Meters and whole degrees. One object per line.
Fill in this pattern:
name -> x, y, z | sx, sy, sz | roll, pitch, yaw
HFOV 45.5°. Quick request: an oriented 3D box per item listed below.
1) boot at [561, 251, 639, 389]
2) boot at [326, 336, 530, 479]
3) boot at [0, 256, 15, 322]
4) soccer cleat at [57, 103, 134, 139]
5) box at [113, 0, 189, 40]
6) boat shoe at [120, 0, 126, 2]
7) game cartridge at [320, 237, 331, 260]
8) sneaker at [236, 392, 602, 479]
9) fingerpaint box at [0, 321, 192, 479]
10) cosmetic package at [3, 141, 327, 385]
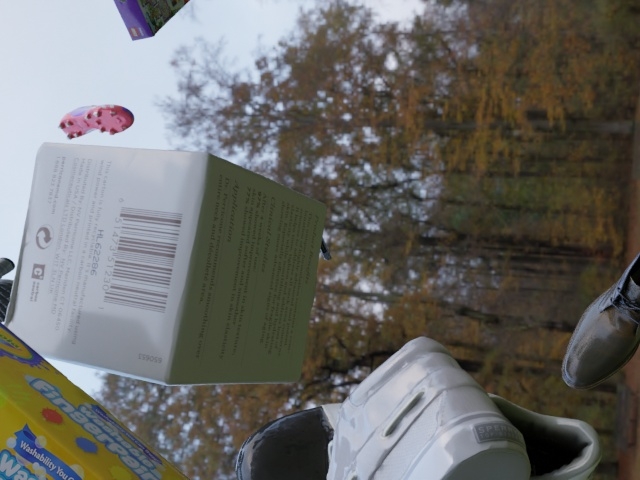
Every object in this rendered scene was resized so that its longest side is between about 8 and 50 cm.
boot -> 0.366, 0.083, 0.933 | 0.219, 0.082, 0.106 | -51, -32, -3
boot -> 0.039, 0.193, 0.537 | 0.258, 0.095, 0.123 | -57, 29, 17
boot -> -0.604, 0.079, 1.385 | 0.083, 0.247, 0.161 | 61, -153, -28
soccer cleat -> -0.555, -0.312, 1.914 | 0.083, 0.248, 0.095 | 57, -138, -35
box -> -0.361, -0.566, 1.478 | 0.200, 0.057, 0.293 | -65, -36, -46
boat shoe -> -0.275, -0.321, 0.810 | 0.321, 0.118, 0.103 | -2, -42, -44
game cartridge -> 0.000, 0.000, 1.484 | 0.056, 0.017, 0.083 | -3, -110, -85
sneaker -> 0.091, 0.186, 0.691 | 0.146, 0.331, 0.122 | 104, 164, -55
fingerpaint box -> -0.410, 0.346, 0.922 | 0.371, 0.445, 0.163 | -55, -13, 3
cosmetic package -> -0.232, 0.049, 1.252 | 0.394, 0.328, 0.329 | 21, -104, -63
